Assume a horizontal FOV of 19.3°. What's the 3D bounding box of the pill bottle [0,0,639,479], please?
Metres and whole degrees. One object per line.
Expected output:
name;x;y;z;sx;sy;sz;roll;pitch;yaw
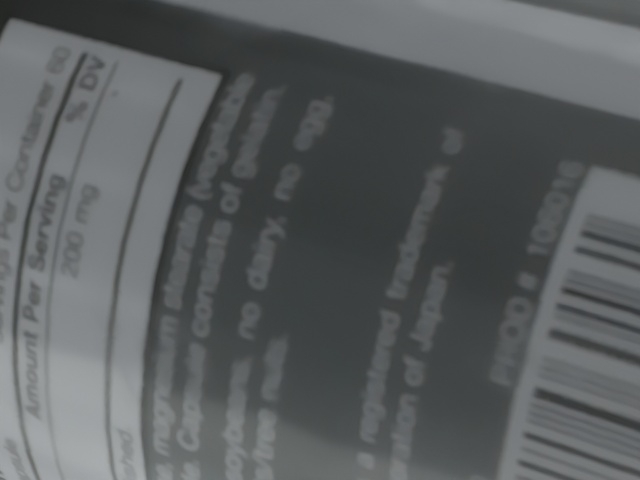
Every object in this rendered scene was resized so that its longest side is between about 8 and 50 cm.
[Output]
pill bottle;0.000;0.000;0.418;0.283;0.161;0.161;17;-108;27
